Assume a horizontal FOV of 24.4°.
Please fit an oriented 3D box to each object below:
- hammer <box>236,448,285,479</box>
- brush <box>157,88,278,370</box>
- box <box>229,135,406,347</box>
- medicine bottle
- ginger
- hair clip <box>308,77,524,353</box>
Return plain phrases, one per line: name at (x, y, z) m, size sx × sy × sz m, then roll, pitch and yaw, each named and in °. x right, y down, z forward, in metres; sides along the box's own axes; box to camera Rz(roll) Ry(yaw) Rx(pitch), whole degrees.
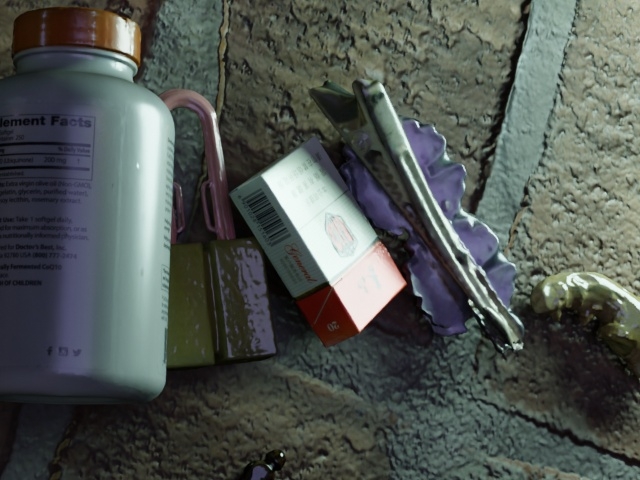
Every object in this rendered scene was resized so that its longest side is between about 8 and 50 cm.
hammer at (-0.014, 0.259, 1.225) m, size 0.065 × 0.021 × 0.178 m, roll -36°, pitch 99°, yaw -23°
brush at (-0.101, -0.013, 1.211) m, size 0.103 × 0.047 × 0.233 m, roll -3°, pitch 81°, yaw -25°
box at (0.000, 0.000, 1.230) m, size 0.152 × 0.048 × 0.100 m, roll 56°, pitch 38°, yaw -4°
medicine bottle at (-0.190, -0.024, 1.115) m, size 0.157 × 0.157 × 0.289 m, roll 5°, pitch 80°, yaw -22°
ginger at (0.266, 0.073, 1.355) m, size 0.173 × 0.051 × 0.069 m, roll 28°, pitch 67°, yaw -12°
hair clip at (0.093, -0.024, 1.281) m, size 0.106 × 0.084 × 0.292 m, roll -39°, pitch 103°, yaw -26°
